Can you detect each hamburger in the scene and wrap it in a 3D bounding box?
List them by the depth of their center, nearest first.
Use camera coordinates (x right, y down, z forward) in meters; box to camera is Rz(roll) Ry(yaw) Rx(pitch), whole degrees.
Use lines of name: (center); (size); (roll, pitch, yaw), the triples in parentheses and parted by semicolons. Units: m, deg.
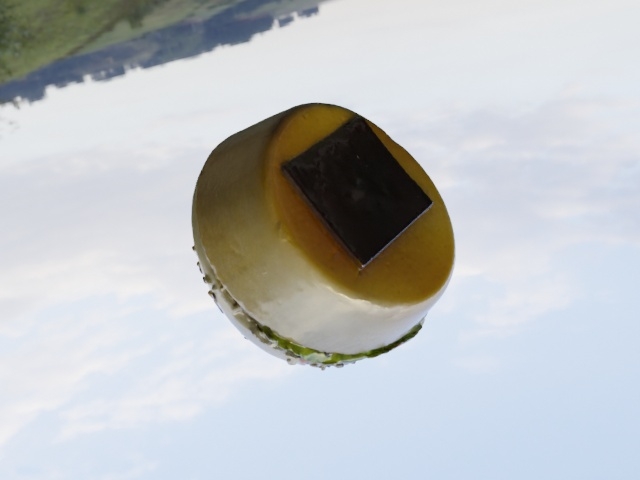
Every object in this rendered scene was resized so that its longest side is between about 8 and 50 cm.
hamburger: (0.000, 0.000, 0.984); (0.300, 0.300, 0.176); (-32, 177, -46)
